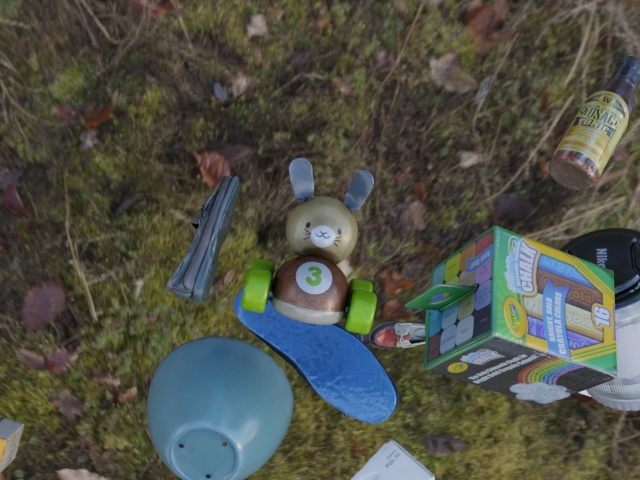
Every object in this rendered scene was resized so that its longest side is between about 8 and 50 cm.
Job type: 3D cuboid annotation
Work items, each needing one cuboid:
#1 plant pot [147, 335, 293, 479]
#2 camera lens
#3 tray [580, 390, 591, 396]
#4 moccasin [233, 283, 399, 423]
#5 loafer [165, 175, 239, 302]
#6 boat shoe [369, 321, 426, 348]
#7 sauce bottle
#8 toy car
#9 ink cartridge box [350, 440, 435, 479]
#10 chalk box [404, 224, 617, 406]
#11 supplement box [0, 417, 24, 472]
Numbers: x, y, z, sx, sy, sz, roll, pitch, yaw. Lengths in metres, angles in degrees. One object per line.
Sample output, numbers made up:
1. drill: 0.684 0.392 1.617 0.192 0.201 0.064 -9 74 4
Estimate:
1. plant pot: -0.204 0.357 1.738 0.291 0.195 0.290 1 112 3
2. camera lens: 0.516 0.132 1.565 0.219 0.219 0.274 -41 126 -17
3. tray: 0.481 0.216 1.795 0.271 0.030 0.145 18 102 -11
4. moccasin: 0.006 0.181 1.598 0.342 0.117 0.137 42 95 13
5. loafer: -0.229 -0.013 1.777 0.084 0.096 0.267 13 70 6
6. boat shoe: 0.156 0.172 1.647 0.137 0.043 0.049 -3 96 -22
7. sauce bottle: 0.230 -0.099 0.743 0.042 0.042 0.128 32 67 0
8. toy car: 0.000 0.000 1.099 0.155 0.149 0.188 12 97 -2
9. ink cartridge box: 0.125 0.550 1.797 0.117 0.283 0.207 37 69 29
10. chalk box: 0.269 0.108 1.351 0.289 0.180 0.179 21 58 -20
11. supplement box: -0.503 0.325 1.428 0.036 0.098 0.062 16 93 -3
